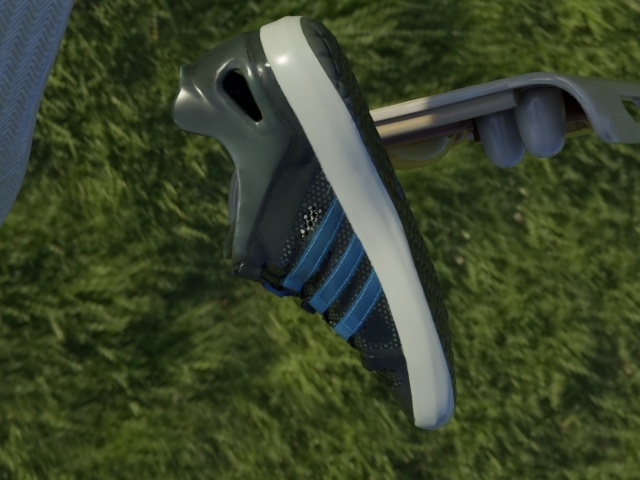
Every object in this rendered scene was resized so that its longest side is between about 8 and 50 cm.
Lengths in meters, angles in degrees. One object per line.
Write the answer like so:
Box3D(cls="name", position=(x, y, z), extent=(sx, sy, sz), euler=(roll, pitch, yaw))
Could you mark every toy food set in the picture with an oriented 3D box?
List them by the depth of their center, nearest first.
Box3D(cls="toy food set", position=(0.108, -0.059, 1.096), extent=(0.219, 0.306, 0.092), euler=(-9, 89, -61))

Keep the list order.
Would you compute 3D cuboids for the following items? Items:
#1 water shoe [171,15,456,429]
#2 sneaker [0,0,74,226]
Box3D(cls="water shoe", position=(0.000, 0.000, 0.627), extent=(0.080, 0.073, 0.203), euler=(-18, 112, 11))
Box3D(cls="sneaker", position=(-0.263, -0.094, 0.861), extent=(0.108, 0.169, 0.292), euler=(-23, 147, -56))
